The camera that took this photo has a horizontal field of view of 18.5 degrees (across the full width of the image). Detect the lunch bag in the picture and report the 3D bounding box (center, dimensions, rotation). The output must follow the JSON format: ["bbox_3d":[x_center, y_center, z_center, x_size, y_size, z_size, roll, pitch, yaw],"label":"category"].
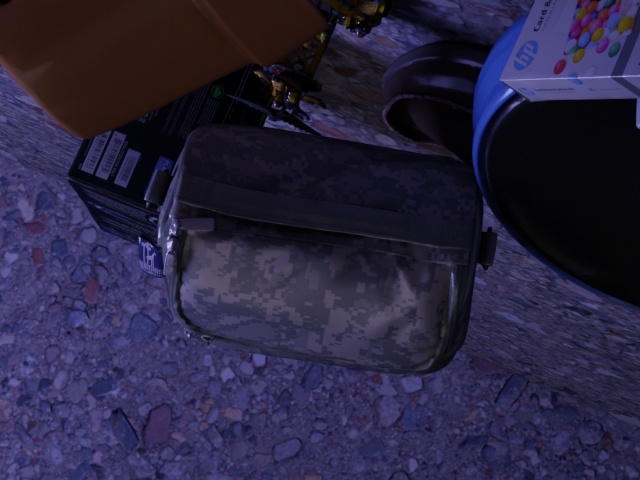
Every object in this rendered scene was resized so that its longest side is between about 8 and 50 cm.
[{"bbox_3d":[0.000,0.000,1.793,0.305,0.213,0.256,9,168,2],"label":"lunch bag"}]

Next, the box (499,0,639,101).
[{"bbox_3d":[0.221,-0.169,1.392,0.038,0.145,0.186,31,168,-27],"label":"box"}]

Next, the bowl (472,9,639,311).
[{"bbox_3d":[0.309,-0.055,1.618,0.391,0.077,0.391,16,149,10],"label":"bowl"}]

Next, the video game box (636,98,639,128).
[{"bbox_3d":[0.361,-0.110,1.406,0.205,0.048,0.187,24,131,-11],"label":"video game box"}]

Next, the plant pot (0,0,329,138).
[{"bbox_3d":[-0.160,-0.214,1.475,0.291,0.203,0.291,52,-175,-7],"label":"plant pot"}]

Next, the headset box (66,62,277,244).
[{"bbox_3d":[-0.152,-0.121,2.145,0.131,0.246,0.283,22,169,6],"label":"headset box"}]

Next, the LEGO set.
[{"bbox_3d":[-0.115,-0.203,1.800,0.331,0.192,0.255,23,170,-7],"label":"LEGO set"}]

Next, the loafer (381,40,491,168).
[{"bbox_3d":[0.185,-0.099,1.864,0.366,0.130,0.134,11,164,47],"label":"loafer"}]
